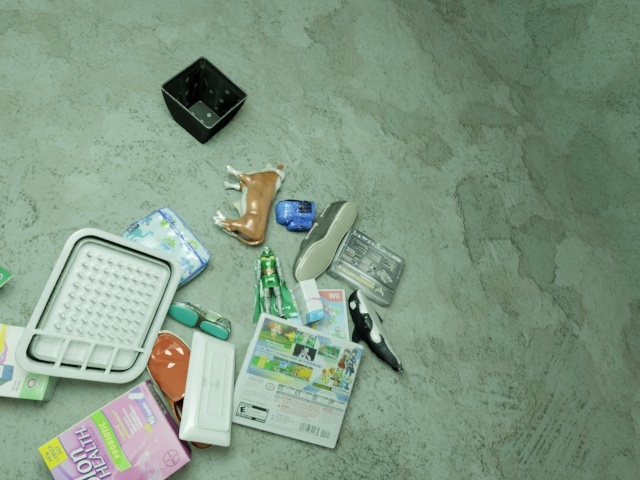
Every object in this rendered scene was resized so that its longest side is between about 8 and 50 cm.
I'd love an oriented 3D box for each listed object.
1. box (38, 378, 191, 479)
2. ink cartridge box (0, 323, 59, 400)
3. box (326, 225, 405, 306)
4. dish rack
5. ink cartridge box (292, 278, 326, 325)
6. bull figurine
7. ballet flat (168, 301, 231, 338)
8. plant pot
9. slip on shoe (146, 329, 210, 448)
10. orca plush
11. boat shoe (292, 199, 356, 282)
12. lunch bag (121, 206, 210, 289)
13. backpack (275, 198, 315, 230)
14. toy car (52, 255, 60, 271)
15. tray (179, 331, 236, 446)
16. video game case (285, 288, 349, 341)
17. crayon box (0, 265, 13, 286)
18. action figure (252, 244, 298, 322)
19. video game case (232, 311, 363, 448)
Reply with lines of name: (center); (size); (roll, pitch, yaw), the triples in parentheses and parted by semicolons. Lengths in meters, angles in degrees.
box: (-0.464, 0.487, 0.947); (0.242, 0.117, 0.214); (-30, 85, -21)
ink cartridge box: (-0.725, 0.279, 0.945); (0.212, 0.093, 0.155); (14, 67, -15)
box: (0.157, 0.088, 1.381); (0.230, 0.056, 0.183); (30, 64, -9)
dish rack: (-0.516, 0.157, 0.975); (0.285, 0.072, 0.333); (28, 78, -42)
ink cartridge box: (-0.036, 0.185, 1.223); (0.052, 0.088, 0.123); (-12, 76, -25)
bull figurine: (-0.221, -0.139, 1.289); (0.188, 0.101, 0.311); (14, 63, -11)
ballet flat: (-0.337, 0.215, 1.144); (0.188, 0.070, 0.070); (32, 63, -12)
plant pot: (-0.372, -0.425, 1.292); (0.187, 0.167, 0.188); (40, 63, -4)
slip on shoe: (-0.353, 0.379, 1.052); (0.122, 0.101, 0.332); (-25, 81, -25)
orca plush: (0.154, 0.304, 1.308); (0.287, 0.102, 0.151); (57, 17, -7)
boat shoe: (0.000, 0.000, 1.344); (0.335, 0.095, 0.112); (-53, 131, -24)
lunch bag: (-0.435, 0.025, 1.154); (0.176, 0.090, 0.219); (-38, 89, -31)
backpack: (-0.086, -0.083, 1.323); (0.120, 0.098, 0.101); (5, 73, -21)
toy car: (-0.594, 0.100, 1.034); (0.159, 0.136, 0.182); (-1, 72, -22)
tray: (-0.275, 0.373, 1.047); (0.145, 0.030, 0.271); (31, 39, -36)
video game case: (-0.007, 0.294, 1.261); (0.203, 0.025, 0.286); (2, 71, -21)
crayon box: (-0.907, 0.054, 0.910); (0.322, 0.083, 0.203); (31, 62, 9)
action figure: (-0.154, 0.124, 1.242); (0.137, 0.063, 0.233); (-7, 69, -9)
video game case: (-0.066, 0.399, 1.162); (0.328, 0.036, 0.300); (21, 77, -13)
